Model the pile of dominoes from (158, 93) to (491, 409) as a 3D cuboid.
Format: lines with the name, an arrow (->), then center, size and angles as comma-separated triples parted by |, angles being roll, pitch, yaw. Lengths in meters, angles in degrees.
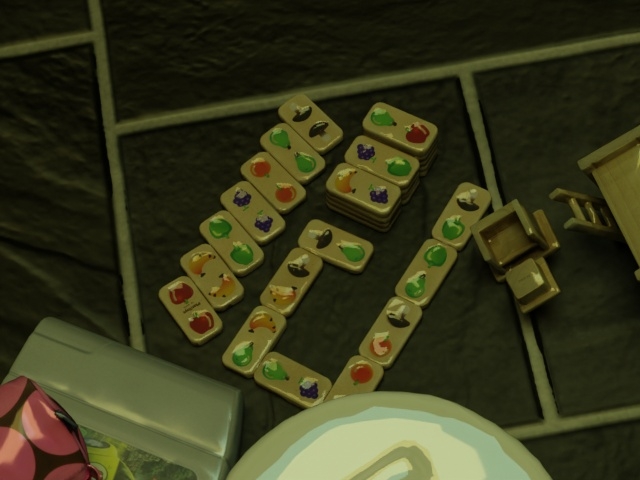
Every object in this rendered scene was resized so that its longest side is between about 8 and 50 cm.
pile of dominoes -> 0.000, 0.000, 1.416 | 0.196, 0.040, 0.251 | 25, 65, 18

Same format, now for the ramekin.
ramekin -> 0.047, 0.236, 1.221 | 0.277, 0.135, 0.277 | -2, 60, 4

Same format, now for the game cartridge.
game cartridge -> -0.179, 0.209, 1.305 | 0.196, 0.060, 0.294 | 21, 64, 11

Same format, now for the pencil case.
pencil case -> -0.257, 0.182, 1.247 | 0.209, 0.095, 0.098 | -34, 80, -12

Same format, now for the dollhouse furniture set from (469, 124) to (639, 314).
dollhouse furniture set -> 0.226, 0.041, 1.364 | 0.161, 0.101, 0.182 | -31, 60, 16
